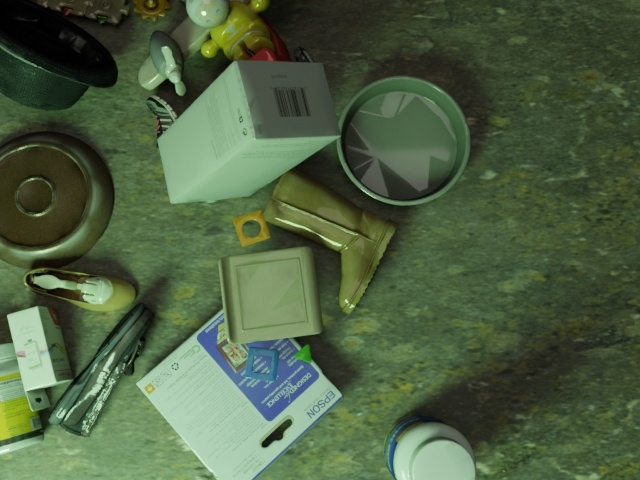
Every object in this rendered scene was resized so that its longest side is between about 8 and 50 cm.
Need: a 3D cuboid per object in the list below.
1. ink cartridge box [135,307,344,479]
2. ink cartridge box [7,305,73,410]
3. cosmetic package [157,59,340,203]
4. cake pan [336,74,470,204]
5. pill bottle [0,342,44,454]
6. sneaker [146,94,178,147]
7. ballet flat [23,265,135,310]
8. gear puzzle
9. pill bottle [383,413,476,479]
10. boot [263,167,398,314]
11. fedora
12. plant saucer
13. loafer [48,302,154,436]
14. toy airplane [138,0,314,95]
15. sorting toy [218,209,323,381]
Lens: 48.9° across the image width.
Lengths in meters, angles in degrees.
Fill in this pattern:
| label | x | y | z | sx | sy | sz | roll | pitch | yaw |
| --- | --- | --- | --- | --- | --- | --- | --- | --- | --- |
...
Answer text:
| label | x | y | z | sx | sy | sz | roll | pitch | yaw |
| --- | --- | --- | --- | --- | --- | --- | --- | --- | --- |
| ink cartridge box | -0.165 | 0.309 | 1.455 | 0.304 | 0.072 | 0.307 | -41 | 86 | -9 |
| ink cartridge box | -0.562 | 0.238 | 1.430 | 0.067 | 0.115 | 0.198 | -16 | 83 | -4 |
| cosmetic package | -0.152 | -0.198 | 1.364 | 0.197 | 0.366 | 0.155 | -9 | 81 | -38 |
| cake pan | 0.180 | -0.216 | 1.550 | 0.293 | 0.054 | 0.293 | 0 | 81 | -1 |
| pill bottle | -0.638 | 0.319 | 1.414 | 0.119 | 0.119 | 0.208 | -17 | 81 | -4 |
| sneaker | -0.337 | -0.239 | 1.535 | 0.075 | 0.063 | 0.170 | -37 | 89 | -13 |
| ballet flat | -0.509 | 0.102 | 1.473 | 0.232 | 0.073 | 0.080 | 7 | 81 | -1 |
| gear puzzle | -0.504 | -0.574 | 1.599 | 0.339 | 0.044 | 0.175 | 12 | 79 | -2 |
| pill bottle | 0.208 | 0.418 | 1.341 | 0.152 | 0.272 | 0.152 | 0 | 81 | -2 |
| boot | 0.000 | 0.000 | 1.502 | 0.270 | 0.089 | 0.236 | 26 | 75 | 4 |
| fedora | -0.603 | -0.377 | 1.472 | 0.334 | 0.334 | 0.152 | 38 | 113 | 4 |
| plant saucer | -0.606 | -0.092 | 1.516 | 0.311 | 0.050 | 0.310 | 0 | 82 | 0 |
| loafer | -0.430 | 0.268 | 1.448 | 0.095 | 0.109 | 0.302 | 39 | 88 | -15 |
| toy airplane | -0.197 | -0.485 | 1.471 | 0.385 | 0.272 | 0.385 | 12 | 95 | 20 |
| sorting toy | -0.102 | 0.111 | 1.438 | 0.196 | 0.047 | 0.347 | -7 | 81 | -6 |
